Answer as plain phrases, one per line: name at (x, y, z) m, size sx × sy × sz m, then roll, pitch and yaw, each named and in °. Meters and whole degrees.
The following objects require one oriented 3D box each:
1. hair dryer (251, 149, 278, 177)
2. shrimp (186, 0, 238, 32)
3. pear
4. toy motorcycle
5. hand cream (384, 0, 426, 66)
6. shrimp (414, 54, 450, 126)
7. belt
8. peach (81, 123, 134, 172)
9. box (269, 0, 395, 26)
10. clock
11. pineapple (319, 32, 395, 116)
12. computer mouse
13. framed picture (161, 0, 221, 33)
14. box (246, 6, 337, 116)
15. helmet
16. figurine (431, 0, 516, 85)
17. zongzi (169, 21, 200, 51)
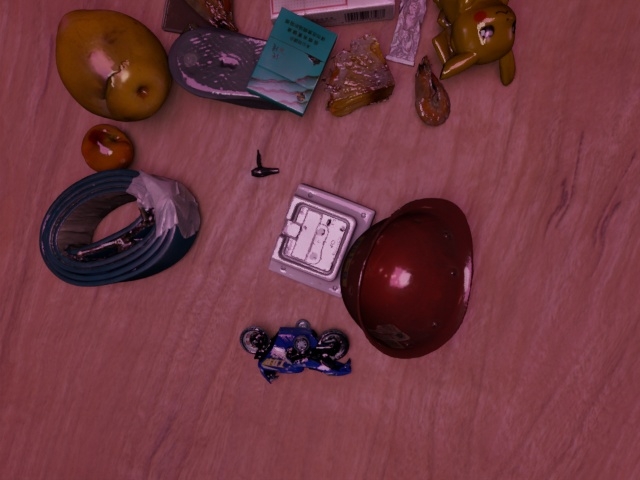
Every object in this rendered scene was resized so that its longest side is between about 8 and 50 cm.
hair dryer at (-0.162, -0.223, 1.223) m, size 0.078 × 0.031 × 0.083 m, roll -8°, pitch 83°, yaw -3°
shrimp at (-0.304, -0.685, 1.187) m, size 0.145 × 0.061 × 0.267 m, roll -35°, pitch 85°, yaw -1°
pear at (-0.556, -0.462, 1.142) m, size 0.336 × 0.284 × 0.285 m, roll 26°, pitch 96°, yaw 40°
toy motorcycle at (-0.068, 0.320, 1.193) m, size 0.315 × 0.113 × 0.169 m, roll 3°, pitch 103°, yaw -1°
hand cream at (0.243, -0.606, 1.144) m, size 0.084 × 0.050 × 0.257 m, roll 14°, pitch 97°, yaw 4°
shrimp at (0.295, -0.400, 1.150) m, size 0.101 × 0.042 × 0.190 m, roll -10°, pitch 91°, yaw -13°
belt at (-0.563, -0.035, 1.205) m, size 0.436 × 0.173 × 0.300 m, roll -19°, pitch 87°, yaw 7°
peach at (-0.613, -0.258, 1.227) m, size 0.138 × 0.138 × 0.138 m, roll 0°, pitch 92°, yaw 7°
box at (0.028, -0.694, 1.143) m, size 0.330 × 0.095 × 0.210 m, roll -2°, pitch 92°, yaw 9°
clock at (0.000, 0.000, 1.166) m, size 0.231 × 0.116 × 0.262 m, roll 22°, pitch 96°, yaw 5°
pineapple at (0.107, -0.432, 1.136) m, size 0.186 × 0.114 × 0.236 m, roll 32°, pitch 93°, yaw 5°
computer mouse at (-0.217, -0.460, 1.170) m, size 0.370 × 0.122 × 0.189 m, roll 8°, pitch 92°, yaw -2°
framed picture at (-0.344, -0.721, 1.226) m, size 0.192 × 0.018 × 0.266 m, roll 13°, pitch 95°, yaw 6°
box at (-0.073, -0.458, 1.107) m, size 0.160 × 0.042 × 0.227 m, roll 24°, pitch 90°, yaw -5°
helmet at (0.187, 0.081, 1.081) m, size 0.337 × 0.230 × 0.385 m, roll 21°, pitch 84°, yaw -27°
figurine at (0.378, -0.555, 1.065) m, size 0.218 × 0.169 × 0.327 m, roll -14°, pitch 84°, yaw -16°
zongzi at (-0.361, -0.522, 1.229) m, size 0.130 × 0.062 × 0.154 m, roll 36°, pitch 114°, yaw -26°
